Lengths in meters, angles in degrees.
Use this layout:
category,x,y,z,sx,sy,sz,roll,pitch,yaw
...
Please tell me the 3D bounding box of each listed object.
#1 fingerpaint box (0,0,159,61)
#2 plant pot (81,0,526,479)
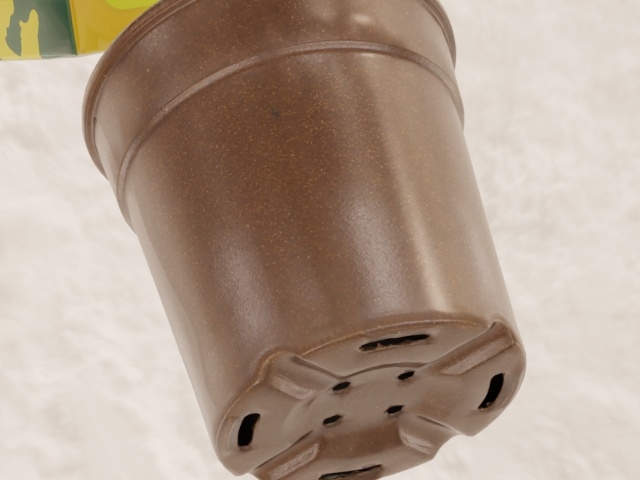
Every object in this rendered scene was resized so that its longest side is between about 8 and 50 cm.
category,x,y,z,sx,sy,sz,roll,pitch,yaw
fingerpaint box,-0.052,-0.335,1.122,0.445,0.163,0.371,-17,105,-39
plant pot,0.000,0.000,0.667,0.167,0.167,0.165,-18,57,0
